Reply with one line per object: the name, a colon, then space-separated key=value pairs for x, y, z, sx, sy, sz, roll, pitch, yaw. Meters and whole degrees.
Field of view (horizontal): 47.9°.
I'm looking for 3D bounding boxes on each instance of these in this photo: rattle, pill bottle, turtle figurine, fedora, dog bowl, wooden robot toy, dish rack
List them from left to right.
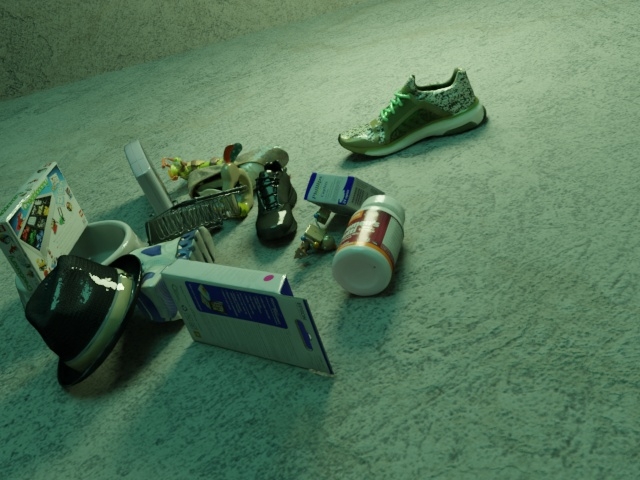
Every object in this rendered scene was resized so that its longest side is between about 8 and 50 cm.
fedora: x=-0.511 y=0.135 z=1.494 sx=0.334 sy=0.153 sz=0.334 roll=-39 pitch=31 yaw=29
dog bowl: x=-0.603 y=0.071 z=1.819 sx=0.349 sy=0.102 sz=0.348 roll=-14 pitch=30 yaw=8
turtle figurine: x=-0.369 y=-0.217 z=2.157 sx=0.218 sy=0.087 sz=0.269 roll=-12 pitch=2 yaw=0
dish rack: x=-0.296 y=-0.064 z=1.741 sx=0.208 sy=0.074 sz=0.272 roll=-20 pitch=0 yaw=-34
rattle: x=-0.260 y=-0.159 z=1.896 sx=0.143 sy=0.199 sz=0.130 roll=7 pitch=39 yaw=39
wooden robot toy: x=0.000 y=0.000 z=1.641 sx=0.079 sy=0.076 sz=0.173 roll=25 pitch=40 yaw=4
pill bottle: x=0.107 y=0.004 z=1.490 sx=0.121 sy=0.121 sz=0.221 roll=-6 pitch=33 yaw=22

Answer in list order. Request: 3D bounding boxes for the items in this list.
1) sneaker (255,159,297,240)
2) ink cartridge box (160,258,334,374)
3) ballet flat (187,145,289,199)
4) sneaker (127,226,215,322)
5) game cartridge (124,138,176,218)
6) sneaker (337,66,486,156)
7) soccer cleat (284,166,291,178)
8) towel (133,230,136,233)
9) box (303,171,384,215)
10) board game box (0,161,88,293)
sneaker: x=-0.122 y=-0.102 z=1.794 sx=0.109 sy=0.130 sz=0.286 roll=-14 pitch=31 yaw=5
ink cartridge box: x=-0.132 y=0.137 z=1.354 sx=0.371 sy=0.175 sz=0.069 roll=8 pitch=39 yaw=39
ballet flat: x=-0.234 y=-0.173 z=2.024 sx=0.316 sy=0.107 sz=0.106 roll=-16 pitch=42 yaw=20
sneaker: x=-0.369 y=0.089 z=1.647 sx=0.182 sy=0.127 sz=0.315 roll=-14 pitch=23 yaw=17
game cartridge: x=-0.496 y=-0.182 z=2.076 sx=0.062 sy=0.198 sz=0.297 roll=-25 pitch=31 yaw=-9
sneaker: x=0.235 y=-0.364 z=1.962 sx=0.411 sy=0.182 sz=0.158 roll=-17 pitch=30 yaw=5
soccer cleat: x=-0.117 y=-0.174 z=2.002 sx=0.083 sy=0.035 sz=0.029 roll=-36 pitch=34 yaw=-27
towel: x=-0.563 y=-0.006 z=2.013 sx=0.083 sy=0.009 sz=0.060 roll=-4 pitch=32 yaw=25
box: x=0.056 y=-0.104 z=1.684 sx=0.137 sy=0.126 sz=0.072 roll=10 pitch=82 yaw=41
board game box: x=-0.674 y=-0.039 z=1.745 sx=0.053 sy=0.192 sz=0.305 roll=-13 pitch=30 yaw=12
